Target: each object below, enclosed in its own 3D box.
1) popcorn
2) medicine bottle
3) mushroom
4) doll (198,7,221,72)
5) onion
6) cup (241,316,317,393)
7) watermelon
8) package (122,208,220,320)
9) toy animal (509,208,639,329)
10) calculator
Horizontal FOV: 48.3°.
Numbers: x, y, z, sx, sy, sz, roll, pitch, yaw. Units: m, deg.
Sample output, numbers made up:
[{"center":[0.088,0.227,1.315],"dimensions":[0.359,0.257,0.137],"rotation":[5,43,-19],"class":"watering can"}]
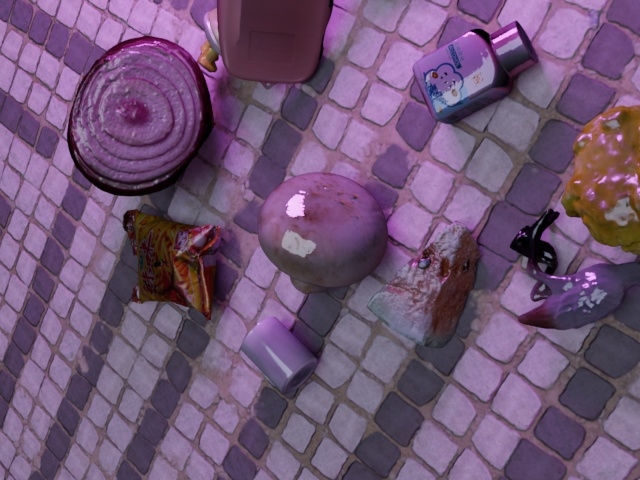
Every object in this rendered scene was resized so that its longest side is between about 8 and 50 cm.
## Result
[{"center":[0.494,-0.097,1.055],"dimensions":[0.266,0.192,0.233],"rotation":[-51,49,-3],"class":"popcorn"},{"center":[0.266,-0.292,1.219],"dimensions":[0.188,0.094,0.119],"rotation":[-26,78,29],"class":"medicine bottle"},{"center":[0.000,0.000,1.347],"dimensions":[0.243,0.243,0.244],"rotation":[1,92,31],"class":"mushroom"},{"center":[-0.126,-0.448,1.443],"dimensions":[0.296,0.141,0.117],"rotation":[-22,122,18],"class":"doll"},{"center":[-0.370,-0.256,1.515],"dimensions":[0.281,0.260,0.337],"rotation":[22,96,-9],"class":"onion"},{"center":[-0.081,0.238,1.461],"dimensions":[0.099,0.136,0.133],"rotation":[-44,67,-12],"class":"cup"},{"center":[0.204,0.074,1.285],"dimensions":[0.154,0.094,0.241],"rotation":[34,106,18],"class":"watermelon"},{"center":[-0.322,0.055,1.584],"dimensions":[0.288,0.108,0.224],"rotation":[12,103,38],"class":"package"},{"center":[0.442,0.074,1.129],"dimensions":[0.324,0.090,0.195],"rotation":[20,97,30],"class":"toy animal"},{"center":[-0.085,-0.439,1.351],"dimensions":[0.048,0.220,0.330],"rotation":[-102,16,-54],"class":"calculator"}]
